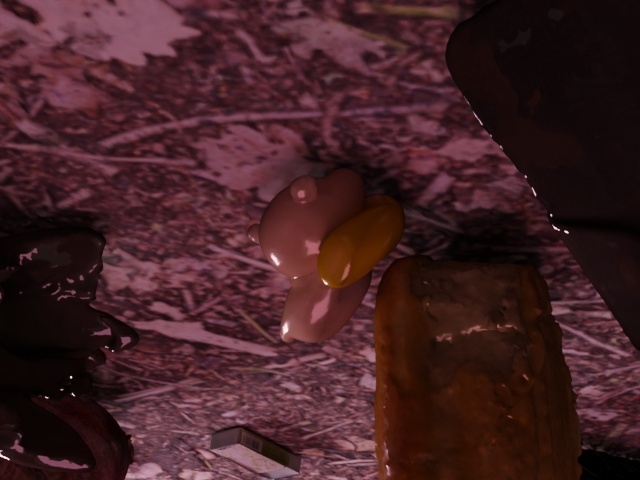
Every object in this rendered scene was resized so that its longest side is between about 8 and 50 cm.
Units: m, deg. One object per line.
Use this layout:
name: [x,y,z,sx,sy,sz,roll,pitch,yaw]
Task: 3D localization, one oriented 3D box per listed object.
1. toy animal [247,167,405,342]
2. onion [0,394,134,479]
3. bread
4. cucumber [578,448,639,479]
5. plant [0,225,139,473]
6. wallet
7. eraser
toy animal: [0.000,0.000,0.814,0.082,0.091,0.114,32,138,9]
onion: [-0.255,0.180,1.105,0.195,0.159,0.159,27,150,4]
bread: [0.095,0.129,0.837,0.121,0.245,0.174,-4,169,21]
cucumber: [0.255,0.216,1.144,0.300,0.072,0.072,16,149,-17]
plant: [-0.289,0.080,0.898,0.321,0.181,0.194,-2,150,23]
wallet: [0.194,-0.004,0.646,0.165,0.042,0.309,-24,107,43]
eraser: [-0.057,0.190,1.208,0.038,0.019,0.083,-20,142,35]
